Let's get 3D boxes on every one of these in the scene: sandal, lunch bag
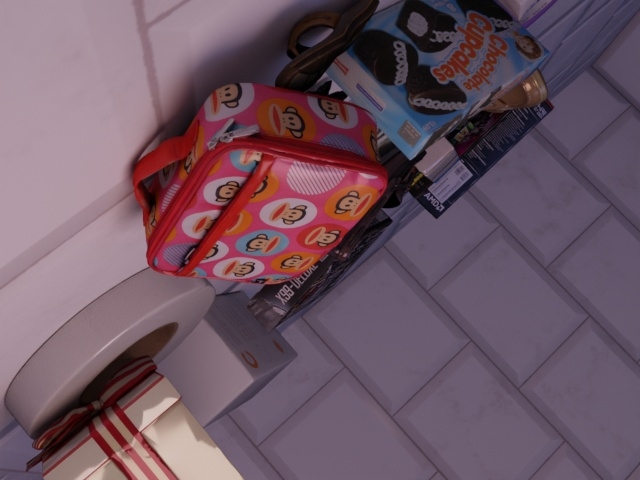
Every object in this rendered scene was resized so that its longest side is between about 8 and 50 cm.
[{"bbox_3d":[0.001,-0.239,0.868,0.219,0.060,0.090,-54,-175,-37],"label":"sandal"},{"bbox_3d":[-0.089,-0.059,0.879,0.258,0.120,0.293,9,146,-28],"label":"lunch bag"}]

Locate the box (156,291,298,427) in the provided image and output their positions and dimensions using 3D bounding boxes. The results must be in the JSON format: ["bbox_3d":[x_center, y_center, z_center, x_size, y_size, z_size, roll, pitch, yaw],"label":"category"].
[{"bbox_3d":[-0.218,0.255,1.659,0.168,0.215,0.345,-44,170,9],"label":"box"}]

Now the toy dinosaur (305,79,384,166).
[{"bbox_3d":[-0.026,-0.090,1.088,0.322,0.164,0.218,-34,172,-44],"label":"toy dinosaur"}]

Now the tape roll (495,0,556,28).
[{"bbox_3d":[0.369,-0.467,1.249,0.275,0.090,0.275,-41,170,-9],"label":"tape roll"}]

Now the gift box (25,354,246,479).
[{"bbox_3d":[-0.316,0.362,1.222,0.255,0.258,0.276,-40,-170,-25],"label":"gift box"}]

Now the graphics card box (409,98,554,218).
[{"bbox_3d":[0.344,-0.245,1.775,0.371,0.094,0.233,-45,-150,10],"label":"graphics card box"}]

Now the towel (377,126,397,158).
[{"bbox_3d":[0.023,-0.112,1.407,0.320,0.090,0.374,-39,170,-17],"label":"towel"}]

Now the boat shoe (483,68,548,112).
[{"bbox_3d":[0.347,-0.308,1.515,0.110,0.122,0.341,-30,-166,-4],"label":"boat shoe"}]

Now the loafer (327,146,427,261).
[{"bbox_3d":[0.100,-0.073,1.355,0.302,0.095,0.109,-40,170,-26],"label":"loafer"}]

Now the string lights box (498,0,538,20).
[{"bbox_3d":[0.317,-0.443,0.996,0.259,0.133,0.077,-45,170,10],"label":"string lights box"}]

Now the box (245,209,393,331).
[{"bbox_3d":[0.006,0.044,1.535,0.242,0.076,0.307,-48,171,25],"label":"box"}]

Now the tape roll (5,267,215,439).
[{"bbox_3d":[-0.345,0.183,1.266,0.392,0.072,0.392,-41,170,-8],"label":"tape roll"}]

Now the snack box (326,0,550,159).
[{"bbox_3d":[0.168,-0.258,1.048,0.322,0.187,0.060,-36,169,-36],"label":"snack box"}]

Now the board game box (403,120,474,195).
[{"bbox_3d":[0.227,-0.207,1.739,0.259,0.136,0.030,-45,126,9],"label":"board game box"}]

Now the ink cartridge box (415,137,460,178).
[{"bbox_3d":[0.215,-0.208,1.582,0.086,0.148,0.203,-43,171,9],"label":"ink cartridge box"}]
